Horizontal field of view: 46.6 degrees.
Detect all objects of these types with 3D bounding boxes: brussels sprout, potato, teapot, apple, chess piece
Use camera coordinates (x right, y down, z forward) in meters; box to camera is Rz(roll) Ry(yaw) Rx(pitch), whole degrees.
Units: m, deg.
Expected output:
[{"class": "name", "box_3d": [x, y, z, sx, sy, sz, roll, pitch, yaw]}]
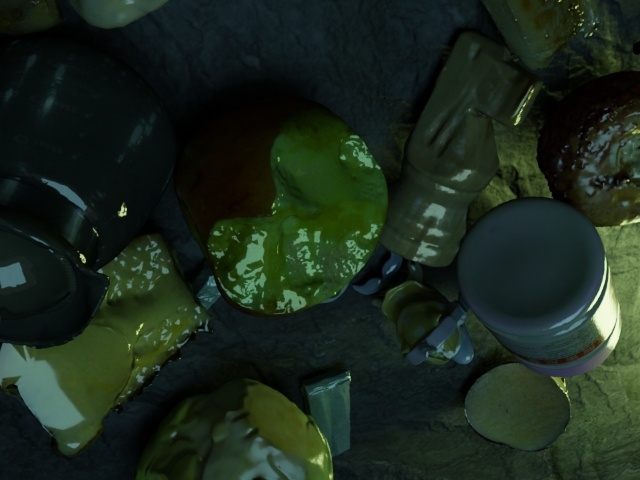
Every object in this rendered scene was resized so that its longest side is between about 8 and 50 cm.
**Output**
[{"class": "brussels sprout", "box_3d": [-0.125, 0.393, 1.160, 0.344, 0.268, 0.344, -9, 125, -12]}, {"class": "potato", "box_3d": [0.386, 0.297, 1.431, 0.202, 0.182, 0.117, -57, 171, 32]}, {"class": "teapot", "box_3d": [-0.302, -0.046, 0.679, 0.305, 0.285, 0.223, 28, 131, -22]}, {"class": "apple", "box_3d": [-0.040, -0.045, 0.848, 0.226, 0.246, 0.246, -26, 134, -11]}, {"class": "potato", "box_3d": [-0.290, -0.258, 0.662, 0.100, 0.089, 0.172, -10, 132, -15]}, {"class": "chess piece", "box_3d": [0.173, -0.119, 0.983, 0.137, 0.137, 0.301, 5, 122, -28]}]

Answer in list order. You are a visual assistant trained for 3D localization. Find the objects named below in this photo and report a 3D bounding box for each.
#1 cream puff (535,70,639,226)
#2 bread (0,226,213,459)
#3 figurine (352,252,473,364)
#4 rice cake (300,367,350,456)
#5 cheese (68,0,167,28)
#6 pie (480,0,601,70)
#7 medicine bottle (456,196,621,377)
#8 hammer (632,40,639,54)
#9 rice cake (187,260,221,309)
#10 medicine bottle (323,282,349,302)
[{"class": "cream puff", "box_3d": [0.419, -0.129, 1.062, 0.239, 0.164, 0.240, -9, 117, -17]}, {"class": "bread", "box_3d": [-0.281, 0.101, 0.913, 0.262, 0.162, 0.204, -41, 128, -29]}, {"class": "figurine", "box_3d": [0.151, 0.111, 1.132, 0.208, 0.184, 0.128, 42, 106, 2]}, {"class": "rice cake", "box_3d": [0.014, 0.312, 1.314, 0.085, 0.040, 0.226, -16, 132, -14]}, {"class": "cheese", "box_3d": [-0.162, -0.321, 0.621, 0.251, 0.174, 0.248, -33, 135, 10]}, {"class": "pie", "box_3d": [0.249, -0.316, 0.886, 0.128, 0.068, 0.282, -40, 134, 11]}, {"class": "medicine bottle", "box_3d": [0.341, 0.083, 1.124, 0.202, 0.202, 0.316, -38, 147, 8]}, {"class": "hammer", "box_3d": [0.489, -0.214, 1.119, 0.078, 0.021, 0.201, -16, 132, -13]}, {"class": "rice cake", "box_3d": [-0.212, 0.118, 1.042, 0.245, 0.045, 0.042, -46, 131, 15]}, {"class": "medicine bottle", "box_3d": [0.000, 0.000, 1.031, 0.119, 0.069, 0.183, 3, 124, -26]}]
